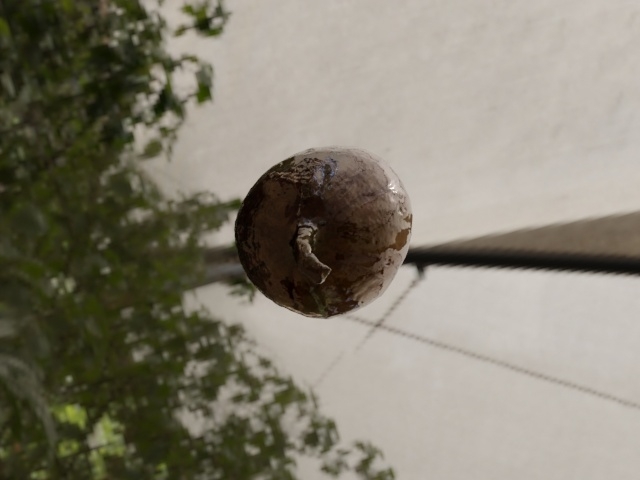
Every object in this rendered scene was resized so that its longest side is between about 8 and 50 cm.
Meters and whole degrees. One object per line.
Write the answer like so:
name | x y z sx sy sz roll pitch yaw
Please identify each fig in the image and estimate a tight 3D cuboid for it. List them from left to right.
fig | -0.011 -0.005 1.137 0.149 0.202 0.148 -39 -110 36
